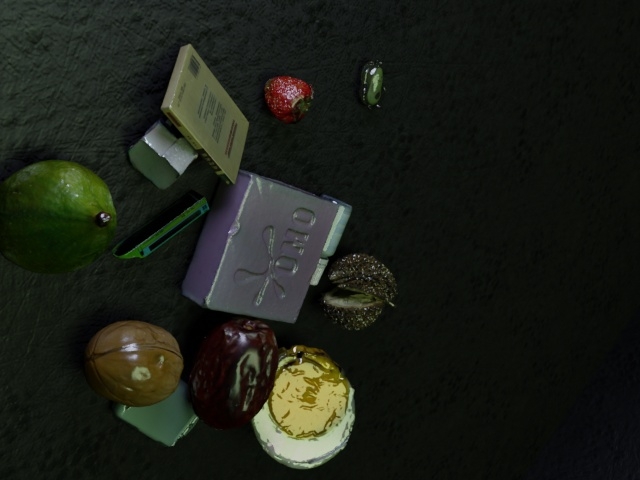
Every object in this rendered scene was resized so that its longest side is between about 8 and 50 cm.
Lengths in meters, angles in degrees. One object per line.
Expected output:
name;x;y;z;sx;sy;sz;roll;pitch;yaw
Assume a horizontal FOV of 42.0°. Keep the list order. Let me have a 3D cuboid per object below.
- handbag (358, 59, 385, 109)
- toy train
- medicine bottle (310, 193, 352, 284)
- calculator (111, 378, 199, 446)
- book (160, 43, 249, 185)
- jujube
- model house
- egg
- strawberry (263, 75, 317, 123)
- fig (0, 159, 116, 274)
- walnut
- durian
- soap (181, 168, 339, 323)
handbag;0.114;-0.352;1.873;0.072;0.047;0.111;-18;125;-39
toy train;-0.310;-0.019;1.623;0.209;0.044;0.042;-39;135;-23
medicine bottle;0.000;0.000;1.913;0.083;0.083;0.203;19;96;-48
calculator;-0.342;0.351;1.781;0.141;0.045;0.246;-53;138;-11
book;-0.210;-0.233;1.563;0.231;0.026;0.161;52;38;-47
jujube;-0.182;0.286;1.777;0.183;0.183;0.243;2;117;-46
model house;-0.288;-0.169;1.550;0.100;0.088;0.100;44;49;-16
egg;-0.067;0.386;1.995;0.286;0.174;0.264;47;73;-22
strawberry;-0.068;-0.289;1.698;0.106;0.106;0.106;-22;125;-36
fig;-0.414;-0.024;1.377;0.203;0.235;0.203;-22;122;-41
walnut;-0.359;0.239;1.619;0.207;0.167;0.167;22;94;-47
durian;0.099;0.129;2.010;0.196;0.167;0.196;-3;119;-6
soap;-0.128;0.014;1.777;0.285;0.107;0.296;14;97;-46
